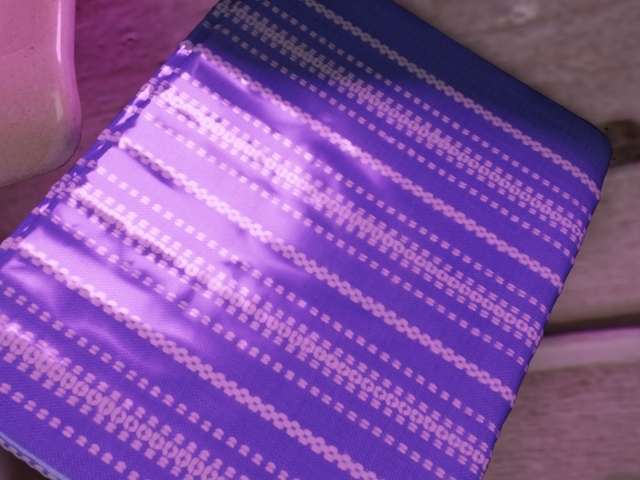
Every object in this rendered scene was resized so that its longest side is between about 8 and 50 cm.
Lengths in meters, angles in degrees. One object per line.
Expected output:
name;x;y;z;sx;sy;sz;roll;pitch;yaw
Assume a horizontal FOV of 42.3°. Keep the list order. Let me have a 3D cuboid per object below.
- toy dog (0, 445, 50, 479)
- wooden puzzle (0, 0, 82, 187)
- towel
toy dog;-0.309;0.164;0.469;0.408;0.395;0.284;-3;110;9
wooden puzzle;-0.271;-0.158;0.494;0.322;0.080;0.347;-15;68;16
towel;0.000;0.000;0.421;0.243;0.336;0.040;32;149;2
